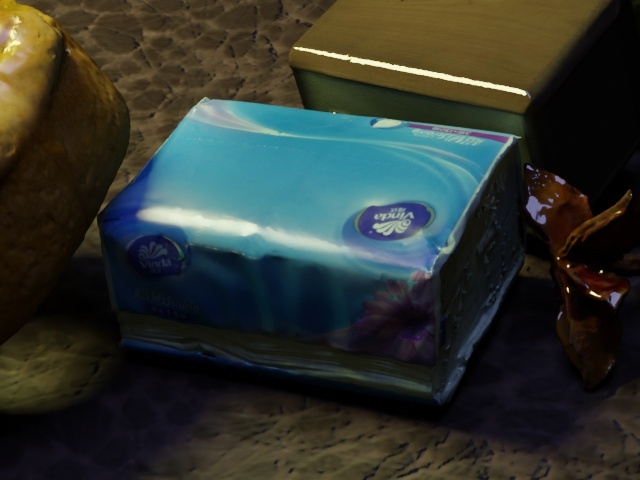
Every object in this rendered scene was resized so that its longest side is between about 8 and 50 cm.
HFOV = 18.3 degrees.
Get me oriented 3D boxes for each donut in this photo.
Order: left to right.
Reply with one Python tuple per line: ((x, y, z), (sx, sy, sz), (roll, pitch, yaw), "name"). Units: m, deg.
((-0.280, -0.030, 1.456), (0.317, 0.150, 0.299), (-45, 27, 9), "donut")

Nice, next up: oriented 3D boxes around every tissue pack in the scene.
((0.000, 0.000, 1.478), (0.263, 0.146, 0.198), (10, 38, 22), "tissue pack")

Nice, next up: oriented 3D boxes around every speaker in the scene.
((0.125, -0.120, 1.593), (0.231, 0.153, 0.192), (14, 48, 35), "speaker")

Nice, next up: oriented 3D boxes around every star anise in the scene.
((0.225, 0.015, 1.451), (0.144, 0.158, 0.140), (-4, 21, -22), "star anise")

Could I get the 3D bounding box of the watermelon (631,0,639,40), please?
((0.309, -0.284, 1.790), (0.212, 0.212, 0.212), (-4, 35, 3), "watermelon")
